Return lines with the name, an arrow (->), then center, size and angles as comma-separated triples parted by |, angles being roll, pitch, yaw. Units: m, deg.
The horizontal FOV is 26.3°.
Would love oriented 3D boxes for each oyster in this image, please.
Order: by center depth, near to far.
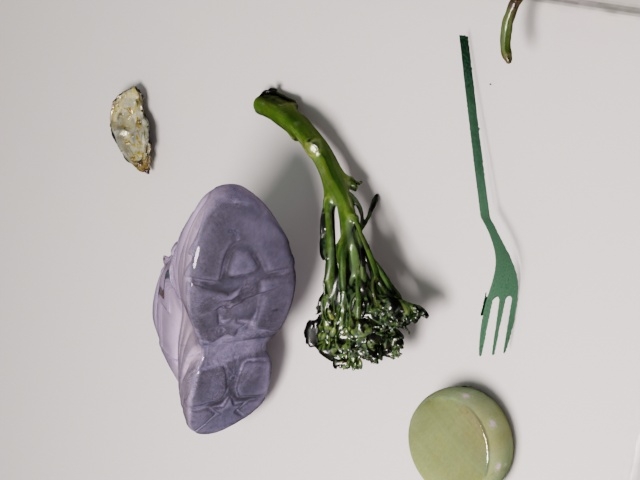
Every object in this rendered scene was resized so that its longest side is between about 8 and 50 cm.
oyster -> -0.175, -0.102, 1.305 | 0.054, 0.019, 0.083 | -32, 69, 43

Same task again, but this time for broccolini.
broccolini -> -0.002, -0.008, 1.117 | 0.123, 0.062, 0.271 | -48, 53, 33

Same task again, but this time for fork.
fork -> 0.119, -0.035, 0.988 | 0.021, 0.039, 0.235 | -8, 85, 43

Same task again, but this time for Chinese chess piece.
Chinese chess piece -> 0.105, 0.150, 1.022 | 0.084, 0.034, 0.084 | 7, 100, 44

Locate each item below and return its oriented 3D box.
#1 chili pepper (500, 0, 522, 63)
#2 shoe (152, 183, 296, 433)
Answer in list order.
chili pepper -> 0.170, -0.240, 0.895 | 0.071, 0.063, 0.272 | 34, 116, 26
shoe -> -0.094, 0.037, 1.158 | 0.137, 0.095, 0.245 | 54, 146, 41
